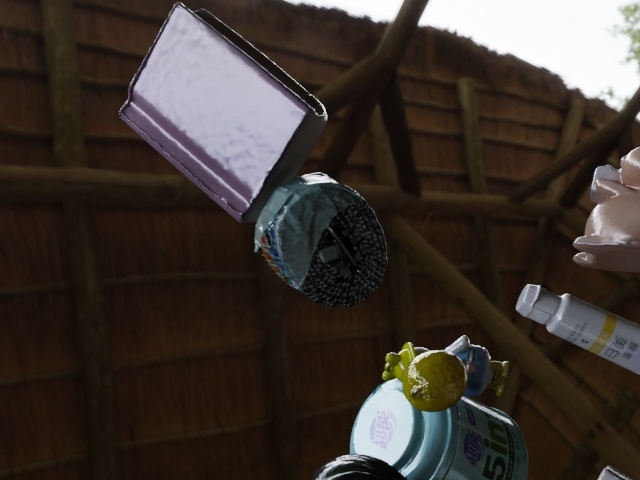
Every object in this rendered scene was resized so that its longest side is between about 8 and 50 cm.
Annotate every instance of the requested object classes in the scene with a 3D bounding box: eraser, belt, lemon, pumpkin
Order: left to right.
[{"bbox_3d":[-0.188,-0.243,1.477,0.359,0.272,0.122,39,-161,17],"label":"eraser"},{"bbox_3d":[0.000,0.000,1.422,0.257,0.207,0.150,55,165,-26],"label":"belt"},{"bbox_3d":[0.080,0.509,1.373,0.250,0.216,0.250,25,-173,-3],"label":"pumpkin"},{"bbox_3d":[0.206,0.250,1.373,0.133,0.109,0.109,-22,-131,-29],"label":"lemon"}]

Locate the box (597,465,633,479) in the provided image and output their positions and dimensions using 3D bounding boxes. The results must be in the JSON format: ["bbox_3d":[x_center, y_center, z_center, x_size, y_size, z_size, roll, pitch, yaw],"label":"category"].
[{"bbox_3d":[0.447,0.547,1.175,0.200,0.343,0.065,29,-176,30],"label":"box"}]

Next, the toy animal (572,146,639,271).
[{"bbox_3d":[0.571,-0.064,1.319,0.213,0.256,0.195,13,166,27],"label":"toy animal"}]

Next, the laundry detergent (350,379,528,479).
[{"bbox_3d":[0.237,0.450,1.644,0.305,0.287,0.287,30,-160,-32],"label":"laundry detergent"}]

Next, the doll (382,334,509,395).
[{"bbox_3d":[0.240,0.250,1.495,0.241,0.135,0.098,3,-118,-6],"label":"doll"}]

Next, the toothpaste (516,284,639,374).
[{"bbox_3d":[0.234,0.081,0.555,0.191,0.048,0.031,25,-148,5],"label":"toothpaste"}]
